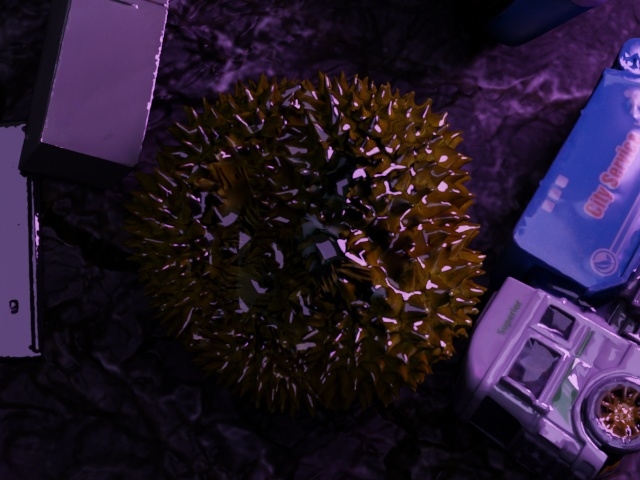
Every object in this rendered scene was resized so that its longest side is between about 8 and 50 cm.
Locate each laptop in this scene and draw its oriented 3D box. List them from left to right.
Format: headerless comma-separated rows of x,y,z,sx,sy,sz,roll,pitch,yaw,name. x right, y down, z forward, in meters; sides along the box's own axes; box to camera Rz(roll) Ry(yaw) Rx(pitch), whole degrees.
-0.286,0.000,1.297,0.135,0.016,0.197,-2,76,-6,laptop

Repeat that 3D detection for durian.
0.003,0.000,1.234,0.291,0.224,0.291,-12,65,27,durian

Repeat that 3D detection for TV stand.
-0.169,-0.184,1.310,0.082,0.088,0.270,13,75,-18,TV stand

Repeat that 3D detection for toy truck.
0.238,0.012,1.289,0.175,0.146,0.367,29,72,8,toy truck

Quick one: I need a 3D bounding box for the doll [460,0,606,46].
0.127,-0.317,1.316,0.310,0.240,0.284,55,36,-6,doll
